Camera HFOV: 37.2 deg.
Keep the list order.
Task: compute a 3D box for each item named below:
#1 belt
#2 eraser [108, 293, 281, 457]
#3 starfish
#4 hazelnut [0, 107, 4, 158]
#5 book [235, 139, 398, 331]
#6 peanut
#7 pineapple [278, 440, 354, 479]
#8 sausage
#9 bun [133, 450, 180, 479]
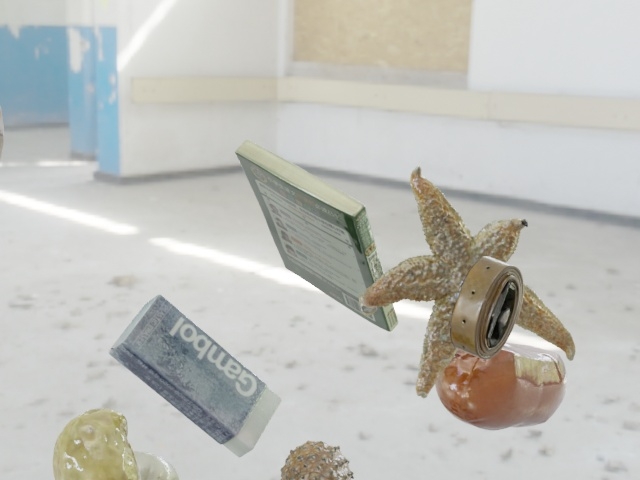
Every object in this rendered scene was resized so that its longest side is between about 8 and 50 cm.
[{"bbox_3d":[0.143,0.058,0.805,0.059,0.083,0.036,16,4,-44],"label":"belt"},{"bbox_3d":[-0.152,0.168,1.185,0.046,0.212,0.092,-39,14,46],"label":"eraser"},{"bbox_3d":[0.164,0.068,1.110,0.295,0.231,0.048,45,-2,-11],"label":"starfish"},{"bbox_3d":[-0.449,-0.092,1.054,0.210,0.186,0.210,7,45,-7],"label":"hazelnut"},{"bbox_3d":[0.000,0.000,1.237,0.202,0.264,0.027,32,67,32],"label":"book"},{"bbox_3d":[-0.244,0.277,0.931,0.098,0.230,0.103,3,-32,50],"label":"peanut"},{"bbox_3d":[0.021,0.528,1.789,0.165,0.166,0.364,-2,23,-15],"label":"pineapple"},{"bbox_3d":[0.262,0.208,1.374,0.133,0.133,0.258,14,2,44],"label":"sausage"},{"bbox_3d":[-0.309,0.432,1.613,0.138,0.138,0.094,1,26,0],"label":"bun"}]
